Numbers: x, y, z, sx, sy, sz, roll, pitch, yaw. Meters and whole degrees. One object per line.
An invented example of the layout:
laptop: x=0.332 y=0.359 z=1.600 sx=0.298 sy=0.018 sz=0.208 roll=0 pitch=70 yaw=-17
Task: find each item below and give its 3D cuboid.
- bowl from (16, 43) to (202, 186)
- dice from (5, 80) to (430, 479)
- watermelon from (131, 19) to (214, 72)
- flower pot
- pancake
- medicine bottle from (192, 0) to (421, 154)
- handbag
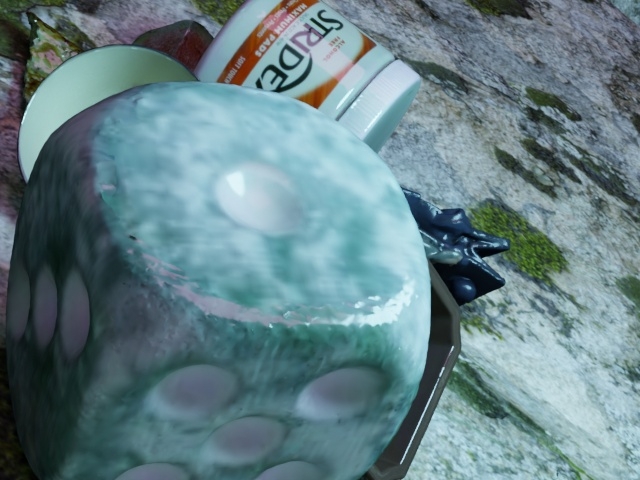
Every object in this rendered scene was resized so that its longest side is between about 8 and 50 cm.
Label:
bowl: x=-0.228 y=-0.103 z=1.721 sx=0.238 sy=0.238 sz=0.126 roll=41 pitch=-8 yaw=12
dice: x=-0.112 y=0.071 z=1.409 sx=0.330 sy=0.348 sz=0.328 roll=3 pitch=45 yaw=-24
watermelon: x=-0.193 y=-0.238 z=2.032 sx=0.098 sy=0.121 sz=0.158 roll=41 pitch=27 yaw=-33
flower pot: x=0.060 y=0.142 z=1.642 sx=0.179 sy=0.084 sz=0.251 roll=54 pitch=51 yaw=-39
pancake: x=-0.298 y=-0.170 z=1.881 sx=0.197 sy=0.054 sz=0.376 roll=-10 pitch=51 yaw=-49
medicine bottle: x=-0.029 y=-0.192 z=1.973 sx=0.241 sy=0.252 sz=0.252 roll=37 pitch=30 yaw=5
handbag: x=0.050 y=0.003 z=1.776 sx=0.326 sy=0.269 sz=0.118 roll=19 pitch=70 yaw=-21
